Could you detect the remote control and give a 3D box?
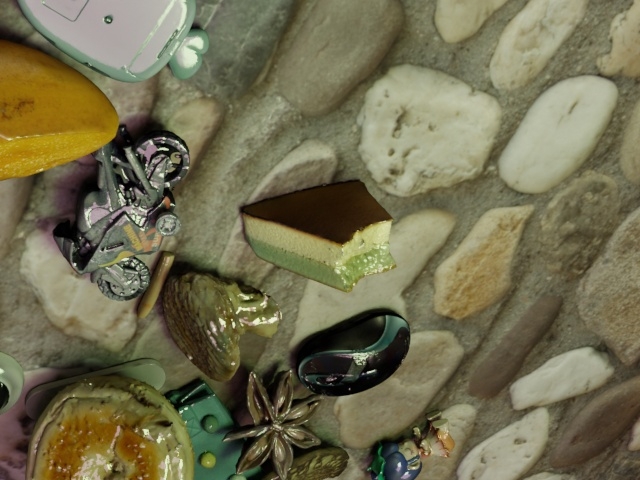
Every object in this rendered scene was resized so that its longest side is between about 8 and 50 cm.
[{"bbox_3d":[-0.394,0.262,1.762,0.245,0.022,0.077,-13,128,-14],"label":"remote control"}]

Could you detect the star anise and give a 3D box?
[{"bbox_3d":[-0.078,0.343,1.860,0.197,0.073,0.212,24,85,-27],"label":"star anise"}]

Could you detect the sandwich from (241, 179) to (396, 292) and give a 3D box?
[{"bbox_3d":[0.000,0.000,1.649,0.220,0.186,0.108,-13,124,-14],"label":"sandwich"}]

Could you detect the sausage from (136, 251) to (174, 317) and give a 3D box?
[{"bbox_3d":[-0.278,0.077,1.685,0.024,0.024,0.132,13,115,-30],"label":"sausage"}]

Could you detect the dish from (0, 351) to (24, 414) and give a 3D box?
[{"bbox_3d":[-0.557,0.258,1.655,0.141,0.078,0.141,-11,125,-16],"label":"dish"}]

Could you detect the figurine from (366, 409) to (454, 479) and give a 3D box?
[{"bbox_3d":[0.191,0.447,2.082,0.195,0.111,0.102,-27,108,-4],"label":"figurine"}]

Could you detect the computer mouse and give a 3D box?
[{"bbox_3d":[0.071,0.222,1.886,0.233,0.096,0.137,-22,129,-9],"label":"computer mouse"}]

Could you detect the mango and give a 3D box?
[{"bbox_3d":[-0.438,-0.171,1.329,0.350,0.201,0.199,-5,99,-27],"label":"mango"}]

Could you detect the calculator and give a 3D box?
[{"bbox_3d":[-0.281,-0.320,1.401,0.299,0.041,0.185,29,108,-34],"label":"calculator"}]

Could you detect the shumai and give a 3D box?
[{"bbox_3d":[-0.167,0.127,1.706,0.153,0.161,0.209,-31,112,-29],"label":"shumai"}]

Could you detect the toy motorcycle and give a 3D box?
[{"bbox_3d":[-0.311,-0.041,1.541,0.173,0.108,0.307,11,115,-23],"label":"toy motorcycle"}]

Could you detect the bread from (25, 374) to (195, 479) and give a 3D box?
[{"bbox_3d":[-0.347,0.376,1.695,0.306,0.159,0.305,0,90,9],"label":"bread"}]

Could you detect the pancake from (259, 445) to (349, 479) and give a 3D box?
[{"bbox_3d":[-0.071,0.504,2.010,0.286,0.033,0.288,-14,146,-39],"label":"pancake"}]

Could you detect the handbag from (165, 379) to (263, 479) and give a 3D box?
[{"bbox_3d":[-0.266,0.421,1.876,0.269,0.100,0.274,-27,129,-3],"label":"handbag"}]
